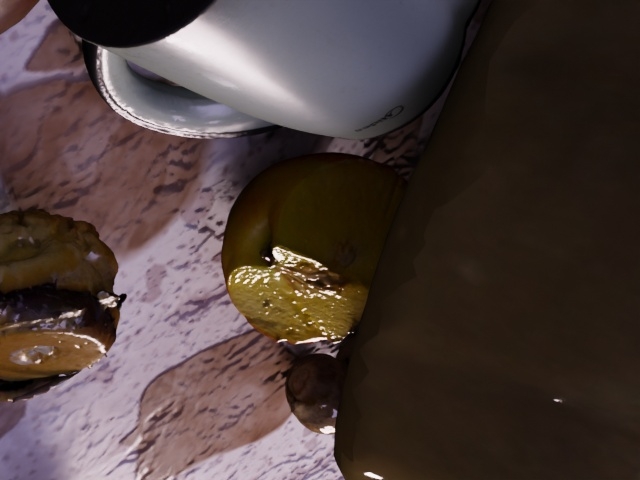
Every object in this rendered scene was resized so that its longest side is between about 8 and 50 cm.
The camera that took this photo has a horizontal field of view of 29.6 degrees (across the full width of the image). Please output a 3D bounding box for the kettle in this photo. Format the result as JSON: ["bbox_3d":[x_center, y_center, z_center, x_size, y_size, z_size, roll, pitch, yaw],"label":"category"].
[{"bbox_3d":[-0.043,-0.137,0.705,0.221,0.161,0.236,-32,154,24],"label":"kettle"}]

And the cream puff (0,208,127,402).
[{"bbox_3d":[-0.185,0.034,0.735,0.119,0.104,0.133,-31,147,33],"label":"cream puff"}]

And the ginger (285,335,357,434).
[{"bbox_3d":[0.051,0.118,1.077,0.204,0.080,0.104,-19,121,-37],"label":"ginger"}]

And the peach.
[{"bbox_3d":[-0.004,-0.006,0.881,0.151,0.118,0.151,-6,129,-8],"label":"peach"}]

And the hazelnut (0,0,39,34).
[{"bbox_3d":[-0.176,-0.164,0.484,0.234,0.218,0.218,-33,141,-21],"label":"hazelnut"}]

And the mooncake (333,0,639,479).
[{"bbox_3d":[0.200,0.013,0.861,0.467,0.262,0.467,19,90,-79],"label":"mooncake"}]
